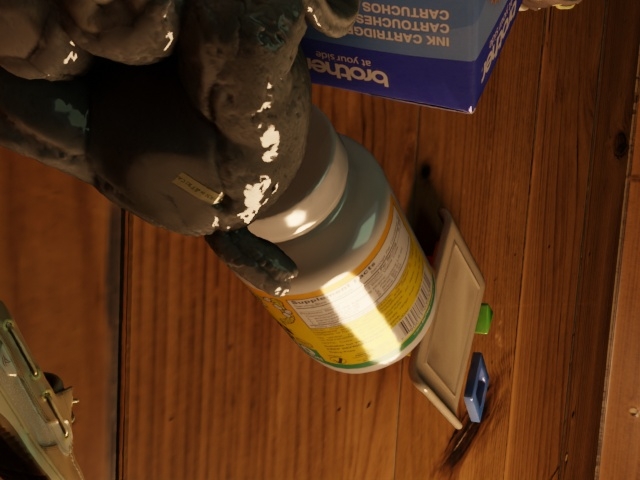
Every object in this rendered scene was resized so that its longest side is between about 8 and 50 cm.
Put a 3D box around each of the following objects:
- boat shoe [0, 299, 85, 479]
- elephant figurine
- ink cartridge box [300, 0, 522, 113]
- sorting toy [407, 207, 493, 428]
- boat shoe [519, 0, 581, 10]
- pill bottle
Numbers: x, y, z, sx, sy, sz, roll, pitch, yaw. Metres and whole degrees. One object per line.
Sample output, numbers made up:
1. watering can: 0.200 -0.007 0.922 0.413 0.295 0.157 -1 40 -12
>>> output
1. boat shoe: -0.136 0.080 0.445 0.045 0.050 0.135 -55 144 -36
2. elephant figurine: -0.057 -0.134 0.457 0.186 0.169 0.239 113 -10 -45
3. ink cartridge box: 0.076 -0.278 0.644 0.395 0.151 0.270 81 30 -52
4. sorting toy: 0.127 0.086 1.022 0.347 0.047 0.196 50 47 -58
5. boat shoe: 0.229 -0.328 1.062 0.324 0.097 0.116 7 91 -65
6. pill bottle: 0.000 0.000 0.636 0.208 0.118 0.117 56 47 -56
